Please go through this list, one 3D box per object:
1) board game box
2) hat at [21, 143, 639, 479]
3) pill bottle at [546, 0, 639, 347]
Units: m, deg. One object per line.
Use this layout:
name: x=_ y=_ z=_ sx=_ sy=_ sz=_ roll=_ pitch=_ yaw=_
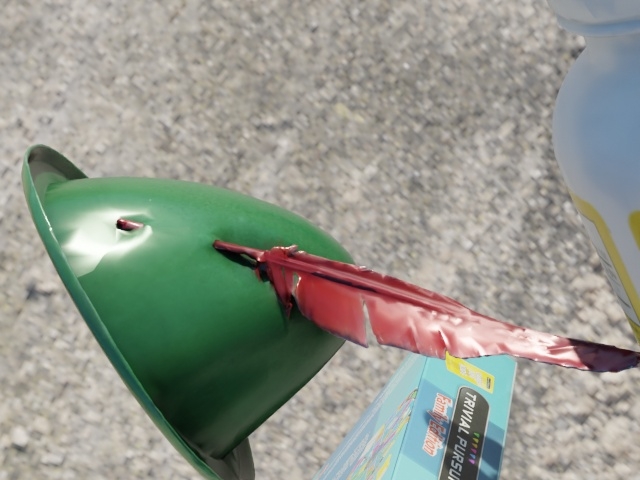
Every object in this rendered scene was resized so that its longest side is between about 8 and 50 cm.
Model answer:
board game box: x=0.028 y=0.231 z=0.999 sx=0.254 sy=0.079 sz=0.336 roll=-55 pitch=3 yaw=25
hat: x=0.000 y=0.000 z=0.621 sx=0.183 sy=0.173 sz=0.209 roll=-32 pitch=92 yaw=5
pill bottle: x=0.212 y=-0.010 z=0.575 sx=0.187 sy=0.334 sz=0.188 roll=-25 pitch=21 yaw=10
